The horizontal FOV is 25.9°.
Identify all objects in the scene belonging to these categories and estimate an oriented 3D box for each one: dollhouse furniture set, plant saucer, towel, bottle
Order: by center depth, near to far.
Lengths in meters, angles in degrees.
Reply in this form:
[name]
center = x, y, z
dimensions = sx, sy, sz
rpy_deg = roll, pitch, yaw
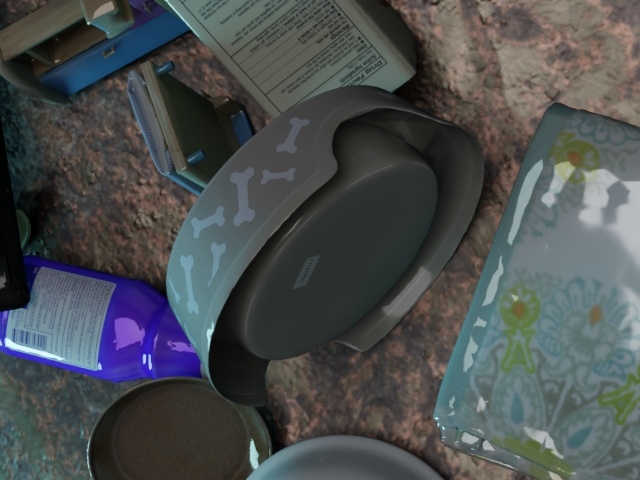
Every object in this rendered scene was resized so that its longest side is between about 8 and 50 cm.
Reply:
[towel]
center = 0.307, 0.086, 1.366
dimensions = 0.321, 0.090, 0.374
rpy_deg = 22, 99, 23
[dollhouse furniture set]
center = -0.218, -0.127, 1.442
dimensions = 0.198, 0.286, 0.303
rpy_deg = -27, 70, 15
[plant saucer]
center = -0.151, 0.226, 1.510
dimensions = 0.199, 0.036, 0.198
rpy_deg = -2, 115, -3
[bottle]
center = -0.229, 0.096, 1.543
dimensions = 0.283, 0.092, 0.118
rpy_deg = 11, 89, 17

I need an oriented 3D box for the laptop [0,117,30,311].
[laptop]
center = -0.562, -0.050, 1.625
dimensions = 0.408, 0.236, 0.382
rpy_deg = -10, 77, -9

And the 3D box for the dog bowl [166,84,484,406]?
[dog bowl]
center = 0.000, 0.000, 1.354
dimensions = 0.102, 0.349, 0.349
rpy_deg = 43, 102, 27

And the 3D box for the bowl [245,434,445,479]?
[bowl]
center = 0.015, 0.358, 1.428
dimensions = 0.298, 0.134, 0.297
rpy_deg = 1, 95, 15

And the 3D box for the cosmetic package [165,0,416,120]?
[cosmetic package]
center = -0.051, -0.253, 1.401
dimensions = 0.153, 0.129, 0.296
rpy_deg = -34, 110, 20

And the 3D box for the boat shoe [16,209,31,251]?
[boat shoe]
center = -0.402, 0.019, 1.622
dimensions = 0.153, 0.048, 0.056
rpy_deg = -34, 80, 14
